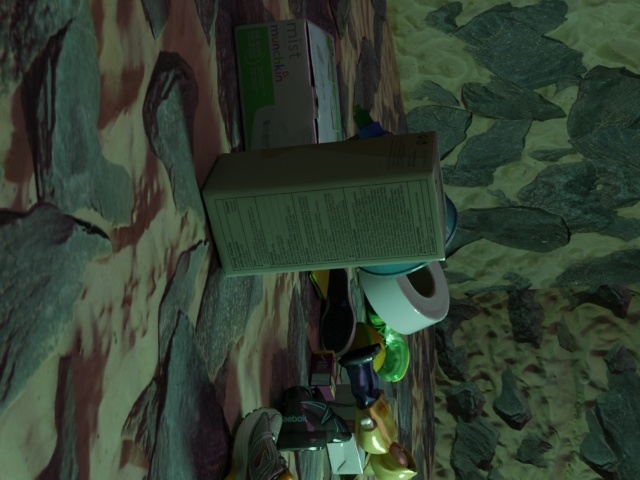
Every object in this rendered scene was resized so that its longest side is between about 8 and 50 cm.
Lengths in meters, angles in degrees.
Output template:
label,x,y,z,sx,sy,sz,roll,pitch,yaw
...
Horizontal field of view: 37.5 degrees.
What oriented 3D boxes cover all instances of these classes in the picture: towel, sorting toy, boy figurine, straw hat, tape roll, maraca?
label,x,y,z,sx,sy,sz,roll,pitch,yaw
towel,0.000,0.000,1.959,0.102,0.021,0.237,63,26,-50
sorting toy,0.036,-0.166,1.766,0.126,0.127,0.365,62,-21,3
boy figurine,0.114,0.359,1.892,0.177,0.092,0.285,-13,85,-74
straw hat,0.109,0.477,2.037,0.144,0.061,0.144,-63,-173,13
tape roll,0.218,0.099,2.479,0.286,0.100,0.286,35,40,-37
maraca,0.088,0.242,2.123,0.185,0.099,0.127,-155,-113,-74

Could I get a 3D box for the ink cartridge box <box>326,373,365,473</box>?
label,x,y,z,sx,sy,sz,roll,pitch,yaw
ink cartridge box,0.061,0.382,1.992,0.198,0.067,0.115,-75,157,-57

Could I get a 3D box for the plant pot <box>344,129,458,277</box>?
label,x,y,z,sx,sy,sz,roll,pitch,yaw
plant pot,0.141,-0.099,2.130,0.272,0.271,0.255,-83,150,-44

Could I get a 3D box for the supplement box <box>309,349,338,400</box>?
label,x,y,z,sx,sy,sz,roll,pitch,yaw
supplement box,0.007,0.262,1.831,0.055,0.043,0.083,75,16,-48

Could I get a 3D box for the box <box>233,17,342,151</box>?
label,x,y,z,sx,sy,sz,roll,pitch,yaw
box,-0.042,-0.215,1.552,0.231,0.127,0.262,-28,114,-77

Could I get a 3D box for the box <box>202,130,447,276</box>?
label,x,y,z,sx,sy,sz,roll,pitch,yaw
box,0.011,-0.048,1.289,0.121,0.311,0.148,-76,159,-57

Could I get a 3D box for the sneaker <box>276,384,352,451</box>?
label,x,y,z,sx,sy,sz,roll,pitch,yaw
sneaker,-0.007,0.300,1.610,0.267,0.101,0.106,36,49,-76

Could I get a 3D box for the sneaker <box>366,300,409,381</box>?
label,x,y,z,sx,sy,sz,roll,pitch,yaw
sneaker,0.166,0.232,2.530,0.123,0.109,0.295,21,62,-62

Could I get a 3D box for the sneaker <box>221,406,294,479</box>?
label,x,y,z,sx,sy,sz,roll,pitch,yaw
sneaker,-0.075,0.320,1.284,0.225,0.092,0.088,-79,161,-53

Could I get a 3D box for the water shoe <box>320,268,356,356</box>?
label,x,y,z,sx,sy,sz,roll,pitch,yaw
water shoe,0.043,0.156,1.974,0.080,0.073,0.203,70,20,-60
